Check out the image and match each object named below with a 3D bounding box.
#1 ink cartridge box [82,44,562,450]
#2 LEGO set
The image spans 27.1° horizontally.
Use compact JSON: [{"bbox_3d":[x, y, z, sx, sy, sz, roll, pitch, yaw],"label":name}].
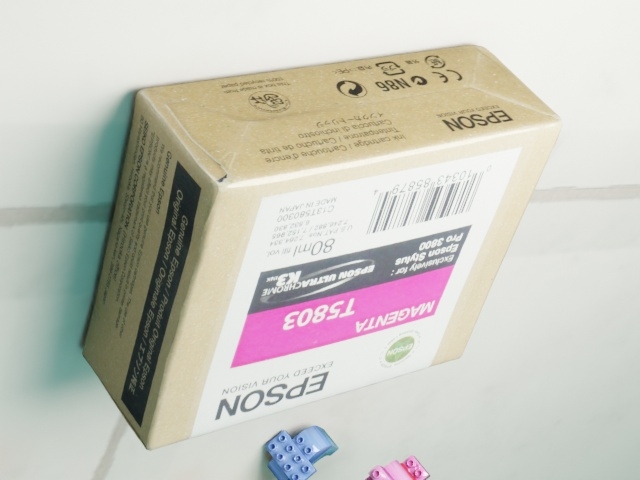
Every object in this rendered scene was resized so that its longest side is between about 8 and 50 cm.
[{"bbox_3d":[0.000,0.000,0.751,0.235,0.088,0.193,-13,136,-34],"label":"ink cartridge box"},{"bbox_3d":[-0.044,0.200,0.929,0.227,0.087,0.093,-40,160,1],"label":"LEGO set"}]
